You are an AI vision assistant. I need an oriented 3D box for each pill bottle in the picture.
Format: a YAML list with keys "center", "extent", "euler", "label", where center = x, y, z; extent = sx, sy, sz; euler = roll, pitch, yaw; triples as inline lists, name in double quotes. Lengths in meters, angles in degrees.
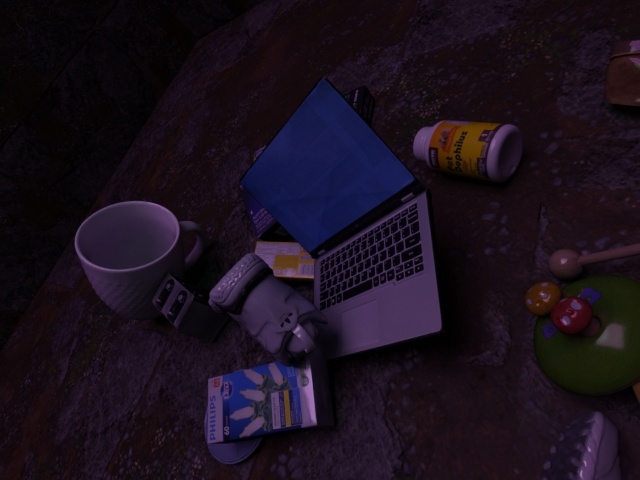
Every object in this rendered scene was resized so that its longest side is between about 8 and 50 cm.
- center: [0.313, -0.200, 0.885]
  extent: [0.215, 0.117, 0.117]
  euler: [24, 77, 48]
  label: "pill bottle"

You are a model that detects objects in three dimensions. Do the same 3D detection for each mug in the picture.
- center: [-0.527, 0.067, 1.281]
  extent: [0.276, 0.328, 0.374]
  euler: [40, 52, 24]
  label: "mug"

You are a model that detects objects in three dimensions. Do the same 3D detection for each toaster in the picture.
- center: [-0.359, 0.190, 1.147]
  extent: [0.168, 0.185, 0.110]
  euler: [27, 82, 40]
  label: "toaster"

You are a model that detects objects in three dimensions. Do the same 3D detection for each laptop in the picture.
- center: [0.000, 0.000, 0.790]
  extent: [0.382, 0.236, 0.408]
  euler: [-35, 47, 50]
  label: "laptop"

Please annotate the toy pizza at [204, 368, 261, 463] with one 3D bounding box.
- center: [-0.188, 0.401, 0.932]
  extent: [0.201, 0.032, 0.201]
  euler: [-20, 53, 28]
  label: "toy pizza"

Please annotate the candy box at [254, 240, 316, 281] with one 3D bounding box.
- center: [-0.078, 0.054, 1.046]
  extent: [0.206, 0.027, 0.105]
  euler: [2, 56, 14]
  label: "candy box"

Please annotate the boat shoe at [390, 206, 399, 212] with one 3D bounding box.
- center: [0.174, -0.008, 0.872]
  extent: [0.102, 0.108, 0.301]
  euler: [-2, 62, 40]
  label: "boat shoe"

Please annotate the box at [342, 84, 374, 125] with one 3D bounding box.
- center: [0.012, -0.318, 1.272]
  extent: [0.293, 0.073, 0.295]
  euler: [-12, 54, 36]
  label: "box"

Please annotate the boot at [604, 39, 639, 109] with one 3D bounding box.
- center: [0.658, -0.275, 0.682]
  extent: [0.305, 0.112, 0.115]
  euler: [18, 103, 43]
  label: "boot"

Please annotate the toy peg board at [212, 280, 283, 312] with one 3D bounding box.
- center: [-0.178, 0.148, 1.099]
  extent: [0.161, 0.079, 0.161]
  euler: [-5, 42, 37]
  label: "toy peg board"

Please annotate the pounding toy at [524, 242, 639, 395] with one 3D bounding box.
- center: [0.364, 0.085, 0.578]
  extent: [0.237, 0.110, 0.183]
  euler: [-62, 12, -24]
  label: "pounding toy"

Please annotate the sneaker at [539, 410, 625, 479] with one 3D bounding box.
- center: [0.339, 0.355, 0.486]
  extent: [0.115, 0.105, 0.281]
  euler: [17, 64, 11]
  label: "sneaker"

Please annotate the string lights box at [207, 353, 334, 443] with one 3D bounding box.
- center: [-0.108, 0.330, 0.835]
  extent: [0.259, 0.077, 0.133]
  euler: [-21, 59, 21]
  label: "string lights box"

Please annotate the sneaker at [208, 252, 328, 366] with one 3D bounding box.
- center: [-0.114, 0.146, 0.837]
  extent: [0.137, 0.210, 0.366]
  euler: [-47, 3, -15]
  label: "sneaker"

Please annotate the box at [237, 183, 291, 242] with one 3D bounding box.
- center: [-0.128, -0.117, 1.165]
  extent: [0.153, 0.108, 0.207]
  euler: [-41, 57, 22]
  label: "box"

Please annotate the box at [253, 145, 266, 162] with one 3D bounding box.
- center: [-0.200, -0.248, 1.414]
  extent: [0.054, 0.059, 0.169]
  euler: [-24, 47, 28]
  label: "box"

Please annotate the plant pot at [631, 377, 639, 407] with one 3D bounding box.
- center: [0.441, 0.175, 0.523]
  extent: [0.081, 0.081, 0.083]
  euler: [-26, 35, 25]
  label: "plant pot"
